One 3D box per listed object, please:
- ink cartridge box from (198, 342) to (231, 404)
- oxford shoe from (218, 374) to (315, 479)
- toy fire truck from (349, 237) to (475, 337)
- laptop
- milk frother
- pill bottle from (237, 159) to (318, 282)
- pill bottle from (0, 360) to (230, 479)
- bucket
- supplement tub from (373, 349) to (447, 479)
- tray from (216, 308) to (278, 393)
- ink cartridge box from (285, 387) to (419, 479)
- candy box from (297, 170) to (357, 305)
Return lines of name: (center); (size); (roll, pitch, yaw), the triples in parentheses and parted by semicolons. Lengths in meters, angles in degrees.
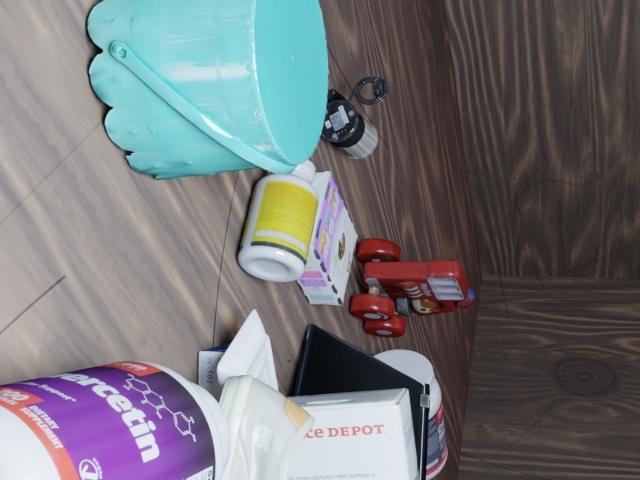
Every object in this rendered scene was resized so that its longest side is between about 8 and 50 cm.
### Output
ink cartridge box: (-0.130, 0.251, 1.033); (0.097, 0.046, 0.207); (2, 89, -71)
oxford shoe: (-0.096, 0.387, 0.871); (0.169, 0.130, 0.450); (139, -37, -84)
toy fire truck: (0.214, 0.115, 1.693); (0.302, 0.253, 0.169); (52, 42, -60)
laptop: (0.074, 0.436, 1.358); (0.382, 0.236, 0.408); (-77, 168, -48)
milk frother: (0.082, -0.243, 1.474); (0.134, 0.143, 0.129); (21, 64, -67)
pill bottle: (-0.059, -0.037, 1.140); (0.103, 0.103, 0.184); (59, 37, -56)
pill bottle: (-0.201, 0.200, 0.627); (0.323, 0.181, 0.182); (5, 86, -71)
bucket: (-0.112, -0.202, 0.864); (0.281, 0.183, 0.281); (1, 90, -71)
supplement tub: (0.190, 0.411, 1.730); (0.191, 0.191, 0.272); (-61, 146, -53)
tray: (-0.085, 0.246, 1.049); (0.145, 0.030, 0.271); (-59, 146, -58)
ink cartridge box: (0.031, 0.343, 0.988); (0.114, 0.196, 0.273); (-4, 87, -77)
candy box: (0.000, 0.000, 1.358); (0.196, 0.070, 0.165); (64, 32, -50)
